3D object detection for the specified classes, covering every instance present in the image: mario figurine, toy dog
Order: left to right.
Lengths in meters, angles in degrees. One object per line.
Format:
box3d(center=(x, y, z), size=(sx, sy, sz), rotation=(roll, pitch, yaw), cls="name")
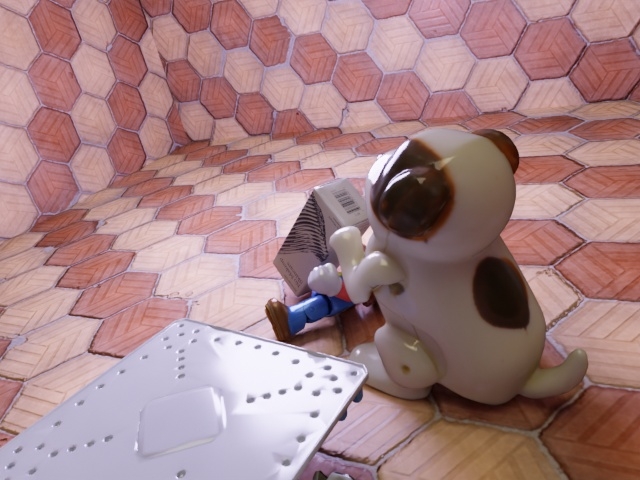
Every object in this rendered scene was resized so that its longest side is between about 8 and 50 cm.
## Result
box3d(center=(0.036, 0.079, 1.015), size=(0.321, 0.170, 0.198), rotation=(-22, 25, -14), cls="mario figurine")
box3d(center=(0.180, 0.038, 0.750), size=(0.285, 0.407, 0.395), rotation=(-25, 28, -21), cls="toy dog")

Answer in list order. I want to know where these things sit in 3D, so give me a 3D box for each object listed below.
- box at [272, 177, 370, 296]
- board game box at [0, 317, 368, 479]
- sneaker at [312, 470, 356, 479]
box3d(center=(0.000, 0.000, 1.059), size=(0.094, 0.275, 0.113), rotation=(-23, 67, -37), cls="box")
box3d(center=(-0.186, 0.262, 0.684), size=(0.390, 0.050, 0.390), rotation=(8, 28, 30), cls="board game box")
box3d(center=(0.097, 0.340, 0.501), size=(0.331, 0.122, 0.146), rotation=(-18, 32, 44), cls="sneaker")
